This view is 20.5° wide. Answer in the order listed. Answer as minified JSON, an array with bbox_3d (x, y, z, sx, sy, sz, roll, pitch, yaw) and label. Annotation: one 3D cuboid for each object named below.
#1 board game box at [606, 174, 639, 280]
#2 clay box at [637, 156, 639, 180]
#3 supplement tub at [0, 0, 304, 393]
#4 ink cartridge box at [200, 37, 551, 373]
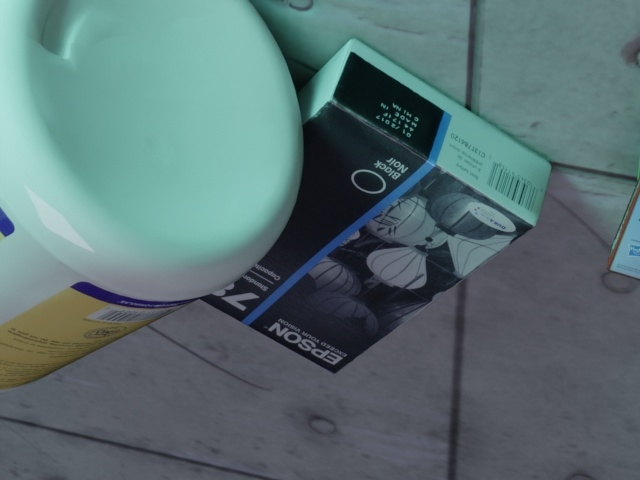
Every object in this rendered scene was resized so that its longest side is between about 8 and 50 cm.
[{"bbox_3d":[0.324,0.006,1.051,0.281,0.027,0.145,17,141,5],"label":"board game box"},{"bbox_3d":[0.307,-0.001,1.116,0.222,0.053,0.127,9,141,13],"label":"clay box"},{"bbox_3d":[-0.196,-0.036,1.142,0.241,0.241,0.331,38,140,-24],"label":"supplement tub"},{"bbox_3d":[0.000,0.000,1.252,0.165,0.065,0.333,30,144,-14],"label":"ink cartridge box"}]
